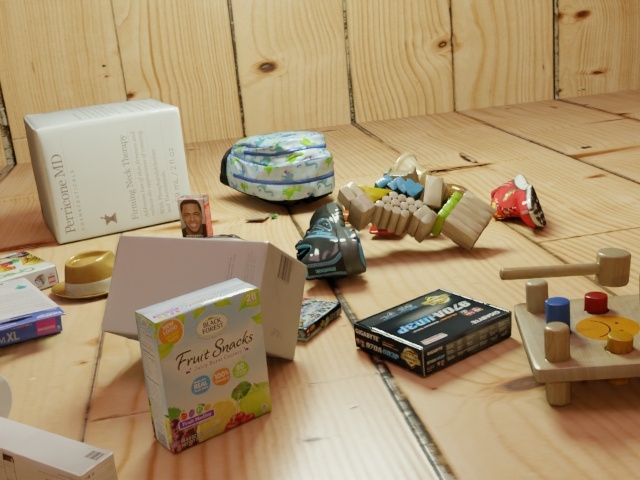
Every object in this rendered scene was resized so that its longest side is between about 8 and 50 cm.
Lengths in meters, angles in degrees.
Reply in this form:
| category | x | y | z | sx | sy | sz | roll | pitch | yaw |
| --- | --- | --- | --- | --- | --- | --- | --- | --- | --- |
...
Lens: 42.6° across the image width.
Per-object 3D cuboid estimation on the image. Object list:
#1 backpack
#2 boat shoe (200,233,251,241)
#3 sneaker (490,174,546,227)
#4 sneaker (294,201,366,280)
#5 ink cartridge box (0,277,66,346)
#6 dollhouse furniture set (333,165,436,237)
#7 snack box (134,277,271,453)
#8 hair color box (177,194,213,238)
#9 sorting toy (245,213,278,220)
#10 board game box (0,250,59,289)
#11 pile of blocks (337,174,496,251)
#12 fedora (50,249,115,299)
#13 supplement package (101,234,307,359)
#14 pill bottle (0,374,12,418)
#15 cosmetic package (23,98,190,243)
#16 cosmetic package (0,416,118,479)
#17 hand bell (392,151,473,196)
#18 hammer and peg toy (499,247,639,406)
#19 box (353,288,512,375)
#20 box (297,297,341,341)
| category | x | y | z | sx | sy | sz | roll | pitch | yaw |
| --- | --- | --- | --- | --- | --- | --- | --- | --- | --- |
| backpack | -0.106 | -0.217 | 2.442 | 0.290 | 0.274 | 0.355 | -6 | 28 | -26 |
| boat shoe | -0.205 | 0.029 | 1.876 | 0.285 | 0.103 | 0.092 | 0 | 22 | 35 |
| sneaker | 0.490 | -0.082 | 2.074 | 0.118 | 0.107 | 0.279 | -22 | 12 | 9 |
| sneaker | 0.000 | 0.000 | 1.869 | 0.139 | 0.125 | 0.341 | -16 | 15 | -5 |
| ink cartridge box | -0.648 | 0.153 | 1.669 | 0.185 | 0.065 | 0.311 | -13 | 16 | -32 |
| dollhouse furniture set | 0.194 | -0.082 | 2.128 | 0.261 | 0.135 | 0.259 | 1 | 30 | 20 |
| snack box | -0.168 | 0.180 | 1.202 | 0.174 | 0.207 | 0.070 | -19 | 21 | -35 |
| hair color box | -0.311 | -0.042 | 2.059 | 0.071 | 0.141 | 0.043 | -1 | 18 | 14 |
| sorting toy | -0.163 | -0.064 | 2.302 | 0.083 | 0.012 | 0.062 | -4 | 12 | 17 |
| board game box | -0.787 | 0.102 | 1.890 | 0.305 | 0.053 | 0.193 | -19 | 23 | -38 |
| pile of blocks | 0.218 | -0.067 | 1.917 | 0.361 | 0.113 | 0.149 | 14 | 59 | 1 |
| fedora | -0.520 | 0.071 | 1.869 | 0.194 | 0.079 | 0.194 | -4 | 17 | 1 |
| supplement package | -0.198 | 0.098 | 1.424 | 0.292 | 0.176 | 0.177 | 2 | -14 | 22 |
| pill bottle | -0.605 | 0.236 | 1.255 | 0.263 | 0.146 | 0.146 | 2 | 19 | 22 |
| cosmetic package | -0.621 | -0.216 | 2.397 | 0.393 | 0.330 | 0.327 | -14 | 20 | -22 |
| cosmetic package | -0.362 | 0.302 | 1.057 | 0.238 | 0.099 | 0.060 | 5 | 23 | 32 |
| hand bell | 0.335 | -0.161 | 2.365 | 0.242 | 0.126 | 0.126 | 24 | 32 | 34 |
| hammer and peg toy | 0.439 | 0.130 | 1.317 | 0.265 | 0.128 | 0.361 | -5 | 17 | 7 |
| box | 0.196 | 0.155 | 1.434 | 0.220 | 0.051 | 0.175 | -17 | 21 | -34 |
| box | -0.033 | 0.148 | 1.563 | 0.093 | 0.027 | 0.137 | 4 | 20 | 30 |
